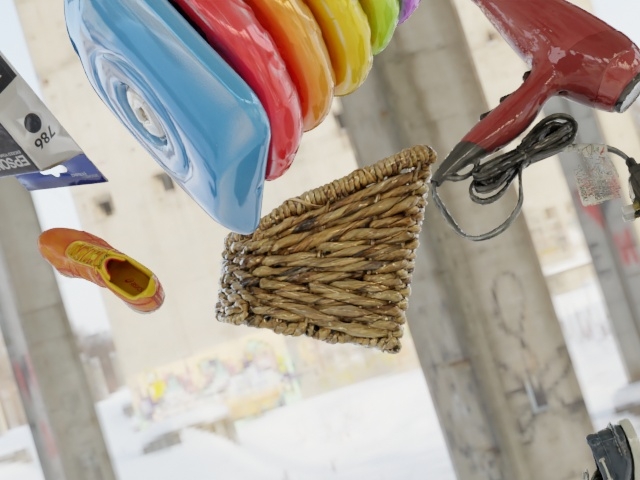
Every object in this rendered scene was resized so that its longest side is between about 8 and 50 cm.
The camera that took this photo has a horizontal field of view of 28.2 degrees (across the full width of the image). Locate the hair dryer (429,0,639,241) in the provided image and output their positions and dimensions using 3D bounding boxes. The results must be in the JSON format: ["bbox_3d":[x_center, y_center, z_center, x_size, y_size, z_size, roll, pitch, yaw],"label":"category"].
[{"bbox_3d":[0.201,-0.140,1.182,0.223,0.294,0.080,-2,-32,-12],"label":"hair dryer"}]

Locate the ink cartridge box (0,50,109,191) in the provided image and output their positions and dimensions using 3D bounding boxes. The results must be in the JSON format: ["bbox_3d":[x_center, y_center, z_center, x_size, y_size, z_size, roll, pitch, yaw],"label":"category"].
[{"bbox_3d":[-0.386,-0.157,1.361,0.165,0.333,0.065,-5,43,44],"label":"ink cartridge box"}]

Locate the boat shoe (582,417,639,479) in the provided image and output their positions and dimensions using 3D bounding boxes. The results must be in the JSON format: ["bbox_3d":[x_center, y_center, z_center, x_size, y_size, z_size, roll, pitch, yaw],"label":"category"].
[{"bbox_3d":[0.430,0.364,1.876,0.079,0.095,0.254,-15,-45,-1],"label":"boat shoe"}]

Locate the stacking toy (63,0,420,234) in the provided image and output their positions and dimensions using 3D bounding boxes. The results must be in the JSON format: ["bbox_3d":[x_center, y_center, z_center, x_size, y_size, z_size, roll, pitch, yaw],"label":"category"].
[{"bbox_3d":[0.003,-0.164,0.808,0.302,0.166,0.175,-39,-14,-18],"label":"stacking toy"}]

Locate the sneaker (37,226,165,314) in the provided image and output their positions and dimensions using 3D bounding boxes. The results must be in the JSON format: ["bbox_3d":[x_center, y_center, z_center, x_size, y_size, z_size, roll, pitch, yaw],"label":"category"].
[{"bbox_3d":[-0.255,0.023,1.480,0.064,0.175,0.067,-59,-19,-21],"label":"sneaker"}]

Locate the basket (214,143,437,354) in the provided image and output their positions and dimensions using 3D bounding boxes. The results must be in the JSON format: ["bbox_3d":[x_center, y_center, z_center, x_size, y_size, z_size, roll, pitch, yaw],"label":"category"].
[{"bbox_3d":[0.000,0.000,1.424,0.213,0.223,0.299,10,-2,1],"label":"basket"}]
